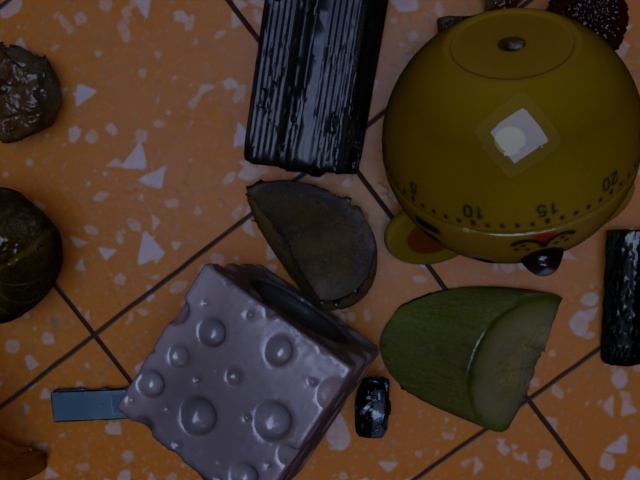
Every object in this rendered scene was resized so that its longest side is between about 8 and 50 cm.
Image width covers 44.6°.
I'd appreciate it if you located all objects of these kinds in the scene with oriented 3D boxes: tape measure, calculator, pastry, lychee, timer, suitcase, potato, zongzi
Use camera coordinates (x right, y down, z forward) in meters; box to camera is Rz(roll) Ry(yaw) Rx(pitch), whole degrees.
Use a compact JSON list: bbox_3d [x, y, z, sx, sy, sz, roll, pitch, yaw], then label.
[{"bbox_3d":[0.080,0.259,1.211,0.054,0.091,0.094,5,78,-4],"label":"tape measure"},{"bbox_3d":[-0.352,0.265,1.268,0.171,0.018,0.057,-4,93,4],"label":"calculator"},{"bbox_3d":[-0.475,-0.226,1.202,0.153,0.081,0.154,2,104,7],"label":"pastry"},{"bbox_3d":[0.384,-0.316,1.121,0.123,0.129,0.123,7,68,-17],"label":"lychee"},{"bbox_3d":[0.261,-0.106,1.068,0.375,0.376,0.387,-10,137,4],"label":"timer"},{"bbox_3d":[-0.004,-0.260,1.099,0.152,0.229,0.335,11,96,10],"label":"suitcase"},{"bbox_3d":[0.000,0.000,1.188,0.138,0.098,0.243,-28,66,-14],"label":"potato"},{"bbox_3d":[0.218,-0.302,1.184,0.083,0.040,0.076,-6,102,-14],"label":"zongzi"}]

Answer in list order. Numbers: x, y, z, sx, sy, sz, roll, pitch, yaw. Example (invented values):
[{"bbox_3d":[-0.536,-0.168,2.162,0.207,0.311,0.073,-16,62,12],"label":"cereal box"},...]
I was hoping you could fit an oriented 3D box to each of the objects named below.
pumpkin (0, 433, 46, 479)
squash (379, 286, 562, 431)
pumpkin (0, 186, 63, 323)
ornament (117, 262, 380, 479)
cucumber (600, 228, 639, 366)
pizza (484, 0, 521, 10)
[{"bbox_3d":[-0.547,0.260,1.166,0.095,0.258,0.290,-38,88,-13],"label":"pumpkin"},{"bbox_3d":[0.226,0.160,1.229,0.204,0.155,0.237,16,95,-35],"label":"squash"},{"bbox_3d":[-0.496,0.011,1.189,0.218,0.162,0.219,6,121,9],"label":"pumpkin"},{"bbox_3d":[-0.089,0.194,1.116,0.239,0.240,0.240,33,96,13],"label":"ornament"},{"bbox_3d":[0.473,0.088,1.185,0.077,0.062,0.212,0,95,3],"label":"cucumber"},{"bbox_3d":[0.278,-0.419,1.154,0.188,0.062,0.199,-1,96,5],"label":"pizza"}]
